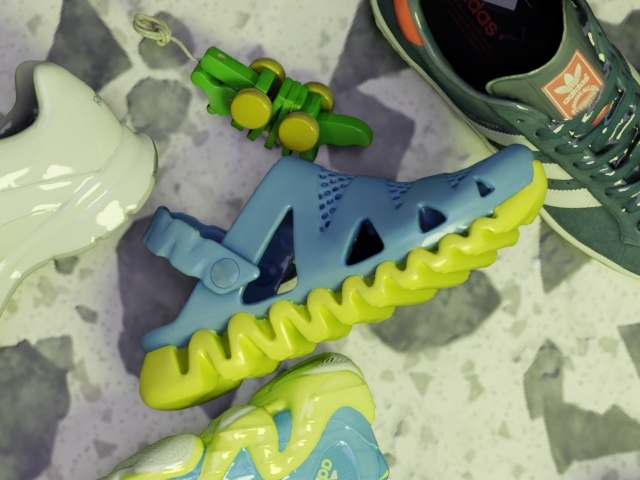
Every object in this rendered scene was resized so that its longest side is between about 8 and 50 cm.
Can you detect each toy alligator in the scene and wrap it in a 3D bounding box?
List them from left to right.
[{"bbox_3d":[-0.055,-0.100,1.256,0.189,0.056,0.051,26,127,-3],"label":"toy alligator"}]

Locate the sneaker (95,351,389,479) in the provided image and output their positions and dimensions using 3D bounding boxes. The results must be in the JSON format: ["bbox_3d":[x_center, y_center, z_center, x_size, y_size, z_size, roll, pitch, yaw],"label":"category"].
[{"bbox_3d":[-0.057,0.181,1.223,0.240,0.091,0.126,-29,91,-6],"label":"sneaker"}]

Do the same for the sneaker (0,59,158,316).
[{"bbox_3d":[-0.252,-0.003,1.189,0.297,0.111,0.129,-45,121,-12],"label":"sneaker"}]

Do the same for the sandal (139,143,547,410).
[{"bbox_3d":[0.000,0.000,1.203,0.317,0.126,0.138,-23,80,7],"label":"sandal"}]

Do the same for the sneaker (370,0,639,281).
[{"bbox_3d":[0.178,-0.090,1.222,0.350,0.148,0.131,39,85,-2],"label":"sneaker"}]
